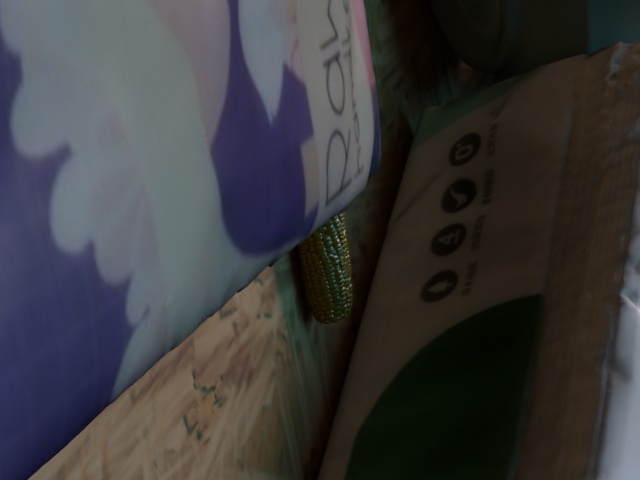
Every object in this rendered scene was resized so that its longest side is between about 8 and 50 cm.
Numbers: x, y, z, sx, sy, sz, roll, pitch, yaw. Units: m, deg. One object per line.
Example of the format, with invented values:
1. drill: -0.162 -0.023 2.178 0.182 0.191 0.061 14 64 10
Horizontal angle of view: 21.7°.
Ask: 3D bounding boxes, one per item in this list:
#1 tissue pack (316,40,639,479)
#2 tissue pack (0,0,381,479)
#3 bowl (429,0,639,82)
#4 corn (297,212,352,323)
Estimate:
1. tissue pack: 0.151 0.112 0.885 0.266 0.194 0.356 46 43 -31
2. tissue pack: -0.093 -0.080 0.471 0.343 0.125 0.242 -41 124 -62
3. bowl: 0.129 -0.168 0.976 0.211 0.112 0.211 161 -90 -74
4. corn: 0.000 0.000 0.810 0.028 0.027 0.083 -27 115 -48
